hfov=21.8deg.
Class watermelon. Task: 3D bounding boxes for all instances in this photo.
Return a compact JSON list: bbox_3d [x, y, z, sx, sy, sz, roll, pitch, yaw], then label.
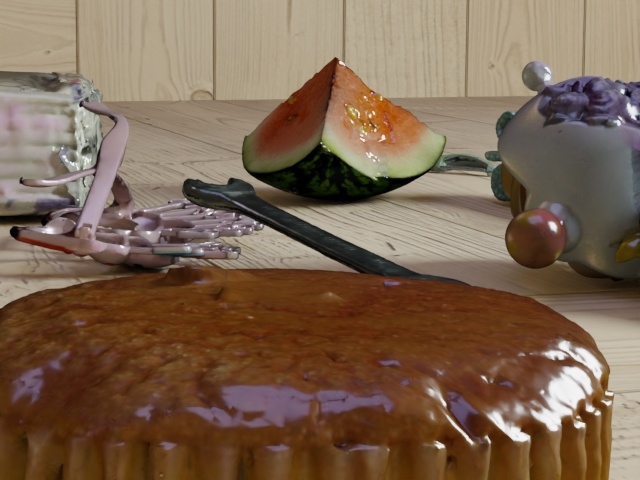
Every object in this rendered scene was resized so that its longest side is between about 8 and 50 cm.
[{"bbox_3d":[0.028,-0.079,1.538,0.145,0.137,0.193,35,-6,-23],"label":"watermelon"}]

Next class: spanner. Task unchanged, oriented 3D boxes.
[{"bbox_3d":[0.000,0.000,1.058,0.054,0.015,0.254,-12,27,-40],"label":"spanner"}]

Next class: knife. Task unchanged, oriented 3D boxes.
[{"bbox_3d":[0.114,-0.085,1.795,0.184,0.022,0.026,7,36,32],"label":"knife"}]

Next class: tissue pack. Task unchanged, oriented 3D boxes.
[{"bbox_3d":[-0.362,-0.088,1.435,0.344,0.125,0.242,2,7,-6],"label":"tissue pack"}]

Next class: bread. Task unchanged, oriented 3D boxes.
[{"bbox_3d":[-0.011,0.063,0.487,0.199,0.104,0.199,1,10,0],"label":"bread"}]

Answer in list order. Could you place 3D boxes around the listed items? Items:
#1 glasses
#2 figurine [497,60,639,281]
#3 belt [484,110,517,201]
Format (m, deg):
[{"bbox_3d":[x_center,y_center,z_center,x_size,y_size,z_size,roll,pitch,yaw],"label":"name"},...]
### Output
[{"bbox_3d":[-0.121,-0.032,1.190,0.162,0.095,0.255,12,11,1],"label":"glasses"},{"bbox_3d":[0.211,-0.024,1.046,0.194,0.133,0.274,-2,19,-12],"label":"figurine"},{"bbox_3d":[0.240,-0.062,1.411,0.072,0.087,0.302,-7,11,-25],"label":"belt"}]
